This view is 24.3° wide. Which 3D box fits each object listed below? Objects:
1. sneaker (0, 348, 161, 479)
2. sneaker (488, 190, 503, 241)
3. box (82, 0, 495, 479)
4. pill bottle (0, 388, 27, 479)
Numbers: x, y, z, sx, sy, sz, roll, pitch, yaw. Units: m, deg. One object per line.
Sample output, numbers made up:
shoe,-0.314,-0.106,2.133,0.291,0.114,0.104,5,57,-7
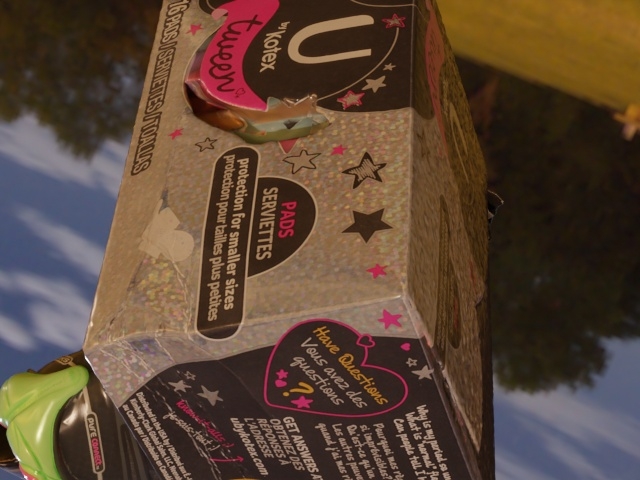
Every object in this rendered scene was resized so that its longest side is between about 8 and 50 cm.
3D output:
sneaker,-0.146,0.220,1.634,0.185,0.202,0.483,63,-166,24
sneaker,0.162,-0.015,1.766,0.089,0.051,0.170,37,148,18
box,0.000,0.000,0.699,0.142,0.163,0.247,-11,-138,13
pill bottle,-0.374,0.287,2.085,0.123,0.122,0.219,27,170,32
